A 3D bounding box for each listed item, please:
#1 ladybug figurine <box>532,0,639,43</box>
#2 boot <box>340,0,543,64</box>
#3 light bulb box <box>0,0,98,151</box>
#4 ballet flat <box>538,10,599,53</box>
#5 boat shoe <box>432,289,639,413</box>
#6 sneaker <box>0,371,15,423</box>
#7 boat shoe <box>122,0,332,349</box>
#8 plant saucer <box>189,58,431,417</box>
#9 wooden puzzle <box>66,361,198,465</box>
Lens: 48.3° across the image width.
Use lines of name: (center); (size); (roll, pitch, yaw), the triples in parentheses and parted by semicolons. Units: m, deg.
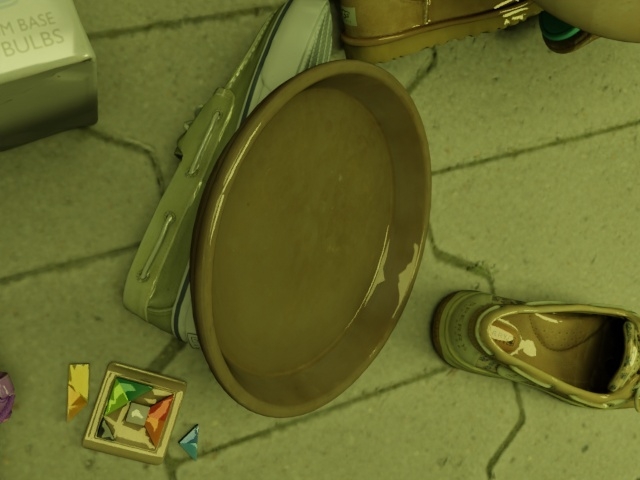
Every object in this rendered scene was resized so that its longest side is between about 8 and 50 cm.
ladybug figurine: (0.301, -0.331, 0.548); (0.449, 0.162, 0.305); (-37, 101, -27)
boot: (0.098, -0.301, 0.578); (0.236, 0.089, 0.269); (-25, 126, -17)
light bulb box: (-0.365, -0.202, 0.418); (0.358, 0.225, 0.360); (-23, 96, -17)
ballet flat: (0.311, -0.331, 0.717); (0.124, 0.116, 0.342); (19, 77, -36)
boat shoe: (0.248, 0.109, 0.673); (0.285, 0.089, 0.104); (9, 84, -18)
sneaker: (-0.272, 0.094, 0.510); (0.105, 0.095, 0.236); (14, 70, -40)
boat shoe: (-0.071, -0.066, 0.570); (0.094, 0.109, 0.302); (17, 78, 10)
plant saucer: (0.000, 0.000, 0.555); (0.278, 0.041, 0.277); (-24, 122, -45)
wooden puzzle: (-0.152, 0.142, 0.582); (0.116, 0.014, 0.078); (13, 84, -17)
